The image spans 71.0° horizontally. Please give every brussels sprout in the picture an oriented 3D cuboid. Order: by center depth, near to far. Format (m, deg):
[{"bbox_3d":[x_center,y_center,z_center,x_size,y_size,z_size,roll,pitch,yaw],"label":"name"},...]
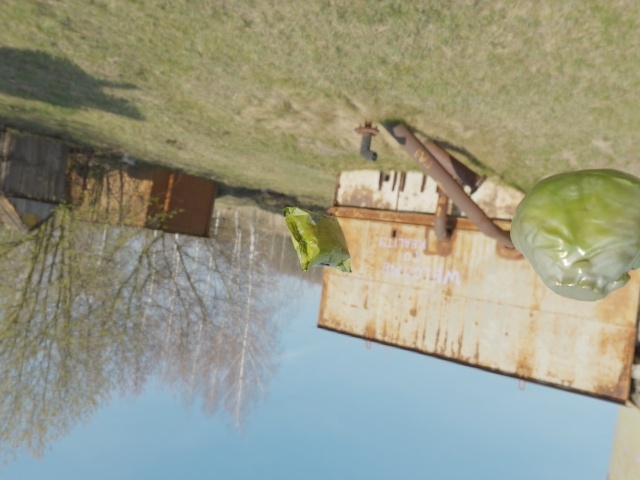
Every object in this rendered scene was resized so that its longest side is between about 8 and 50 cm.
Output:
[{"bbox_3d":[0.563,-0.021,0.976,0.273,0.316,0.243,37,168,40],"label":"brussels sprout"}]

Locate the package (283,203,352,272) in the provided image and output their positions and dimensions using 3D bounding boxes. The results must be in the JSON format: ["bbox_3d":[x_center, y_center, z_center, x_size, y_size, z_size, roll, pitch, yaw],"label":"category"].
[{"bbox_3d":[0.000,0.000,1.085,0.090,0.169,0.226,-27,162,26],"label":"package"}]
